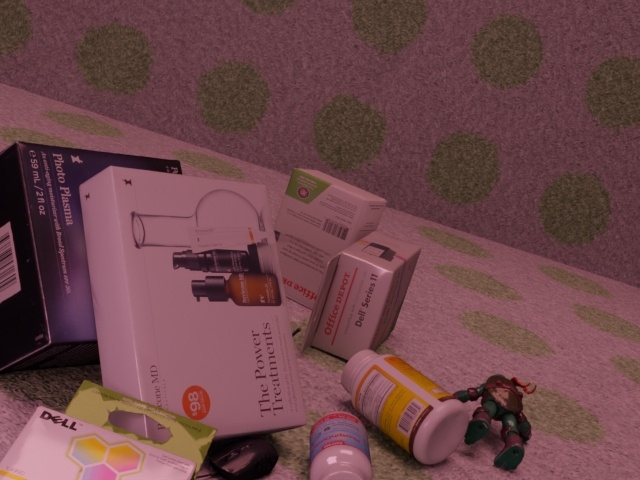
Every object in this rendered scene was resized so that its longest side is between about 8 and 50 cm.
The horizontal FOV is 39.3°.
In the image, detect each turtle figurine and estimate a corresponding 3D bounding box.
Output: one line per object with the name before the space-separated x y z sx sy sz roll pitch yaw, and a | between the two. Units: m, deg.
turtle figurine | 0.308 0.302 1.598 0.175 0.118 0.234 20 20 4

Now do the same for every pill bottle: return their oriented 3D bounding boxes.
pill bottle | 0.028 0.310 1.247 0.087 0.087 0.160 17 14 -6
pill bottle | 0.133 0.267 1.482 0.117 0.117 0.215 5 20 -43

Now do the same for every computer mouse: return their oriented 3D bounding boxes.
computer mouse | -0.143 0.295 1.181 0.071 0.041 0.242 29 18 33

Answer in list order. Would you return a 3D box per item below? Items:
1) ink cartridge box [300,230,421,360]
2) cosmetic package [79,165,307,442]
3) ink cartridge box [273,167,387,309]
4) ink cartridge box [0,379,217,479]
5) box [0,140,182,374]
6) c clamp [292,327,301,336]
ink cartridge box | 0.088 0.116 1.805 0.119 0.207 0.353 21 15 14
cosmetic package | -0.178 0.096 1.275 0.284 0.377 0.097 2 -19 -44
ink cartridge box | 0.000 0.000 2.001 0.198 0.273 0.114 26 13 25
ink cartridge box | -0.230 0.242 0.988 0.188 0.097 0.255 19 37 1
box | -0.343 0.028 1.344 0.182 0.296 0.294 -25 -17 38
c clamp | -0.122 0.191 1.429 0.160 0.137 0.022 -10 58 -52
